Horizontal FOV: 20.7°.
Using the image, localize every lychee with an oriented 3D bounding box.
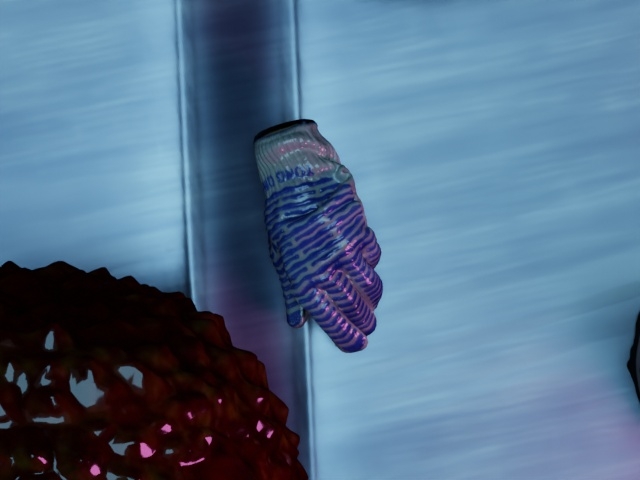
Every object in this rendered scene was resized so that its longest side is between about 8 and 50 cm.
[{"bbox_3d":[-0.210,0.221,1.491,0.424,0.500,0.425,-13,64,28],"label":"lychee"}]

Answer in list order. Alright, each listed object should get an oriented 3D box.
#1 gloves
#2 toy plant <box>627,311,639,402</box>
[{"bbox_3d":[-0.003,-0.002,1.652,0.119,0.097,0.229,-20,98,28],"label":"gloves"},{"bbox_3d":[0.416,0.119,1.553,0.247,0.332,0.247,0,93,-1],"label":"toy plant"}]
